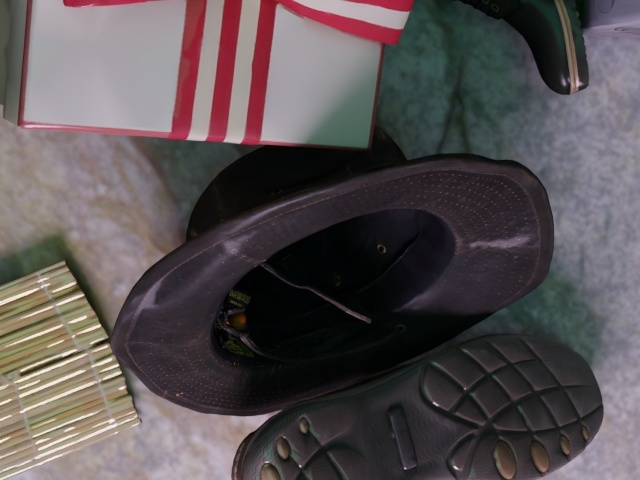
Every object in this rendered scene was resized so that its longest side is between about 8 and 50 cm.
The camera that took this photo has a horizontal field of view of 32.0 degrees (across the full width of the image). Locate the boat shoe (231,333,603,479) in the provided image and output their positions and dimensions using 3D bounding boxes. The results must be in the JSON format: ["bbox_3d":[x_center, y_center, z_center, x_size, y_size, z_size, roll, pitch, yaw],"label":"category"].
[{"bbox_3d":[0.076,0.148,0.895,0.324,0.116,0.123,-7,83,-24],"label":"boat shoe"}]

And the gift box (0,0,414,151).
[{"bbox_3d":[-0.099,-0.203,0.702,0.255,0.258,0.276,-4,106,-27],"label":"gift box"}]

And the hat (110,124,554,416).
[{"bbox_3d":[0.000,0.000,0.831,0.331,0.331,0.134,-14,57,-4],"label":"hat"}]

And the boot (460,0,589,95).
[{"bbox_3d":[0.118,-0.189,0.876,0.137,0.077,0.198,-22,87,2],"label":"boot"}]

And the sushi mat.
[{"bbox_3d":[-0.315,0.139,0.895,0.316,0.019,0.151,-22,99,-3],"label":"sushi mat"}]

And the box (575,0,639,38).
[{"bbox_3d":[0.342,-0.211,0.810,0.262,0.231,0.127,2,98,-7],"label":"box"}]
